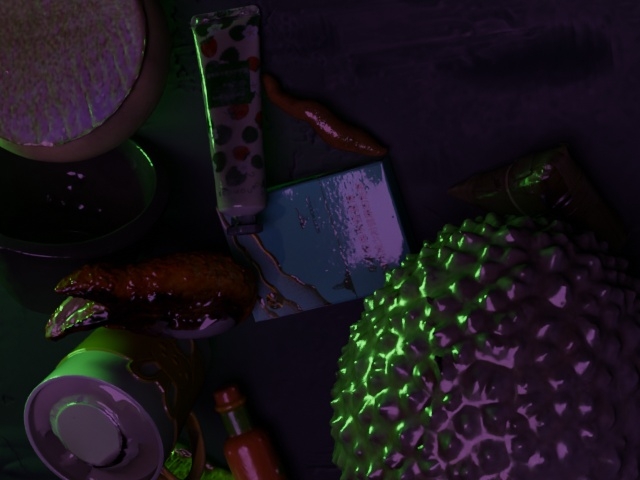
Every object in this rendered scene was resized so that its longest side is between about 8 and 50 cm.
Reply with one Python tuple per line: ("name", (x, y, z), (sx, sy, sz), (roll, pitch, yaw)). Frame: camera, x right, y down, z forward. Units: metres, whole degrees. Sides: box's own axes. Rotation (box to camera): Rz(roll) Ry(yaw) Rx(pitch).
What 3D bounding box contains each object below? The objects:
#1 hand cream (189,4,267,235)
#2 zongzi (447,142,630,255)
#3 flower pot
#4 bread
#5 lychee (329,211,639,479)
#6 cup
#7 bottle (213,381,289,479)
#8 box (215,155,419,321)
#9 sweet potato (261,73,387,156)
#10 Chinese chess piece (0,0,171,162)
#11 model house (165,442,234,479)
("hand cream", (-0.104, -0.144, 1.638), (0.095, 0.059, 0.276), (-7, 87, 20))
("zongzi", (0.260, -0.015, 1.585), (0.178, 0.081, 0.189), (-18, 119, 47))
("flower pot", (-0.324, -0.015, 1.687), (0.269, 0.269, 0.166), (20, 132, 11))
("bread", (-0.197, 0.063, 1.622), (0.269, 0.095, 0.139), (3, 140, -24))
("lychee", (0.200, 0.175, 1.489), (0.380, 0.380, 0.432), (14, 109, 13))
("cup", (-0.228, 0.211, 1.707), (0.185, 0.226, 0.241), (-30, 107, 31))
("bottle", (-0.093, 0.277, 1.776), (0.069, 0.069, 0.187), (-18, 99, 22))
("box", (0.000, 0.000, 1.673), (0.229, 0.041, 0.162), (-15, 102, 21))
("sweet potato", (0.000, -0.146, 1.626), (0.179, 0.044, 0.044), (30, 113, 5))
("Chinese chess piece", (-0.314, -0.228, 1.621), (0.270, 0.112, 0.270), (-1, 85, 11))
("model house", (-0.234, 0.387, 1.766), (0.193, 0.234, 0.175), (26, 113, 7))
